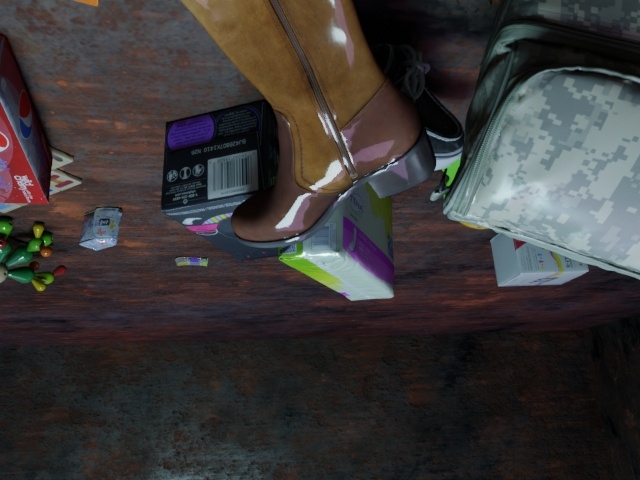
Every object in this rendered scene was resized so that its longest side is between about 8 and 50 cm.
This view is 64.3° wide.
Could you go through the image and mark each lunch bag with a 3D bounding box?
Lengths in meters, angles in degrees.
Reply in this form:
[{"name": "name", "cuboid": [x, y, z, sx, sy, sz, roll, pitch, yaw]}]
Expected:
[{"name": "lunch bag", "cuboid": [0.286, -0.096, 0.480, 0.305, 0.255, 0.212, 19, -179, 7]}, {"name": "lunch bag", "cuboid": [-0.431, -0.026, 1.007, 0.083, 0.071, 0.053, -11, 156, 27]}]

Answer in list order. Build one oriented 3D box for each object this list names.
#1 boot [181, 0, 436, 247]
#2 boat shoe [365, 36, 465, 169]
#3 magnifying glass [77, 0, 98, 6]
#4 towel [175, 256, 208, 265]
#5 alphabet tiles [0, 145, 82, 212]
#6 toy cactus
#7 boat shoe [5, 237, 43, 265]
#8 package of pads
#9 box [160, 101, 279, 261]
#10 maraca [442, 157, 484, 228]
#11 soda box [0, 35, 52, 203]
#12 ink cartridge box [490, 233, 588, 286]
[{"name": "boot", "cuboid": [-0.049, -0.128, 0.517, 0.264, 0.096, 0.280, -18, 132, 27]}, {"name": "boat shoe", "cuboid": [0.073, -0.181, 0.596, 0.306, 0.113, 0.105, 24, 144, -23]}, {"name": "magnifying glass", "cuboid": [-0.319, -0.254, 0.448, 0.231, 0.026, 0.092, 8, 158, -24]}, {"name": "towel", "cuboid": [-0.341, 0.057, 1.350, 0.083, 0.009, 0.060, 2, 159, -14]}, {"name": "alphabet tiles", "cuboid": [-0.581, -0.115, 0.816, 0.343, 0.011, 0.285, -14, 158, 27]}, {"name": "toy cactus", "cuboid": [-0.643, 0.052, 1.075, 0.180, 0.112, 0.219, -38, 162, -23]}, {"name": "boat shoe", "cuboid": [-0.689, 0.020, 1.147, 0.056, 0.048, 0.153, -29, 164, 5]}, {"name": "package of pads", "cuboid": [0.039, -0.046, 0.792, 0.101, 0.229, 0.296, -6, 162, 20]}, {"name": "box", "cuboid": [-0.109, -0.075, 0.811, 0.165, 0.143, 0.270, -8, 161, 15]}, {"name": "maraca", "cuboid": [0.282, -0.091, 0.913, 0.127, 0.099, 0.185, -8, 136, 23]}, {"name": "soda box", "cuboid": [-0.414, -0.139, 0.645, 0.092, 0.083, 0.263, 0, 158, -17]}, {"name": "ink cartridge box", "cuboid": [0.540, 0.037, 1.267, 0.176, 0.128, 0.127, -2, 161, -8]}]
